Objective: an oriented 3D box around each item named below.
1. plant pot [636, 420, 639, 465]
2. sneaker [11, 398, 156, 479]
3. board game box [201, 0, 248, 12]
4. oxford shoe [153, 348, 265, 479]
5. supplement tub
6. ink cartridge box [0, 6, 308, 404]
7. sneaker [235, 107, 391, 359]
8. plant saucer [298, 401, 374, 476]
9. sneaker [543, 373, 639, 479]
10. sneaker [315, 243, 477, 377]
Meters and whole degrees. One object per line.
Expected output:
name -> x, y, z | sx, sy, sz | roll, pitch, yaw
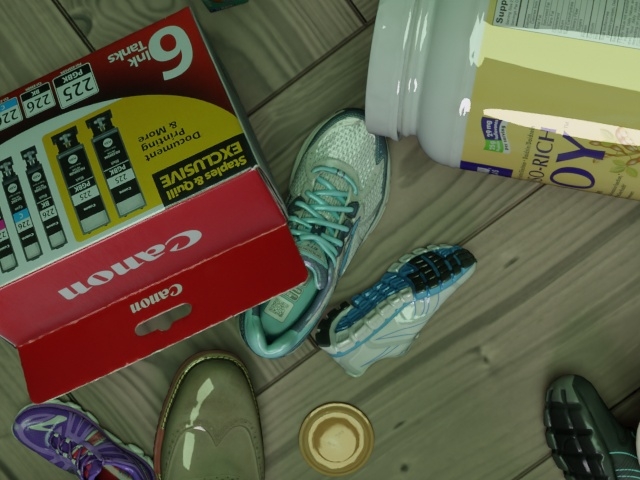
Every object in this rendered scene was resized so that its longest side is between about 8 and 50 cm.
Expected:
plant pot -> 0.500, 0.174, 1.075 | 0.274, 0.256, 0.256 | -38, 96, -29
sneaker -> -0.252, 0.227, 1.161 | 0.170, 0.071, 0.068 | 27, 95, -2
board game box -> -0.124, -0.339, 1.062 | 0.047, 0.160, 0.210 | -16, 96, 1
oxford shoe -> -0.104, 0.291, 1.128 | 0.123, 0.130, 0.348 | -2, 99, -19
supplement tub -> 0.225, -0.173, 1.030 | 0.331, 0.241, 0.241 | 11, 95, 8
ink cartridge box -> -0.202, -0.032, 1.048 | 0.309, 0.130, 0.272 | -26, 63, 1
sneaker -> 0.000, 0.000, 1.115 | 0.110, 0.122, 0.283 | 22, 95, -3
plant saucer -> 0.018, 0.219, 1.191 | 0.083, 0.013, 0.083 | 0, 95, -1
sneaker -> 0.332, 0.256, 1.172 | 0.106, 0.101, 0.267 | -29, 95, -20
sneaker -> 0.089, 0.077, 1.161 | 0.191, 0.071, 0.083 | -33, 124, -2
